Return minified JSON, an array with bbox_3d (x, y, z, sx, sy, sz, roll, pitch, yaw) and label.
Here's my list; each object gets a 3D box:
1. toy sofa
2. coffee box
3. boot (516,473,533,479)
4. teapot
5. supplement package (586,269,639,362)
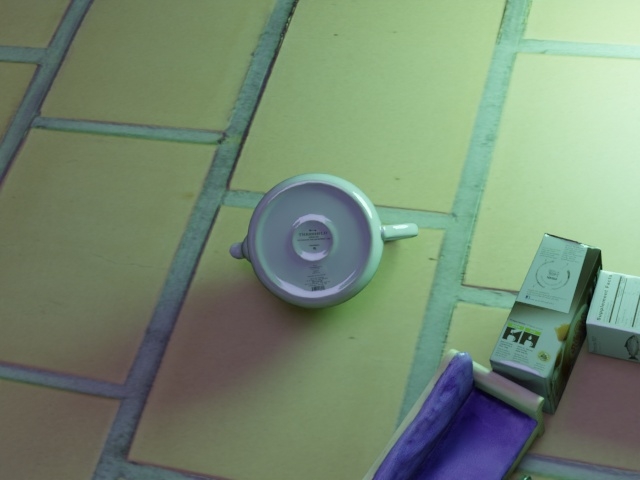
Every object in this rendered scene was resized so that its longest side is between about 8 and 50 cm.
[{"bbox_3d":[0.184,0.356,1.736,0.150,0.177,0.362,27,68,29],"label":"toy sofa"},{"bbox_3d":[0.369,0.133,1.850,0.098,0.141,0.246,16,64,25],"label":"coffee box"},{"bbox_3d":[0.376,0.449,1.684,0.208,0.076,0.190,2,73,25],"label":"boot"},{"bbox_3d":[0.000,0.000,2.023,0.256,0.187,0.252,38,93,5],"label":"teapot"},{"bbox_3d":[0.524,0.130,1.829,0.179,0.105,0.105,10,62,22],"label":"supplement package"}]
